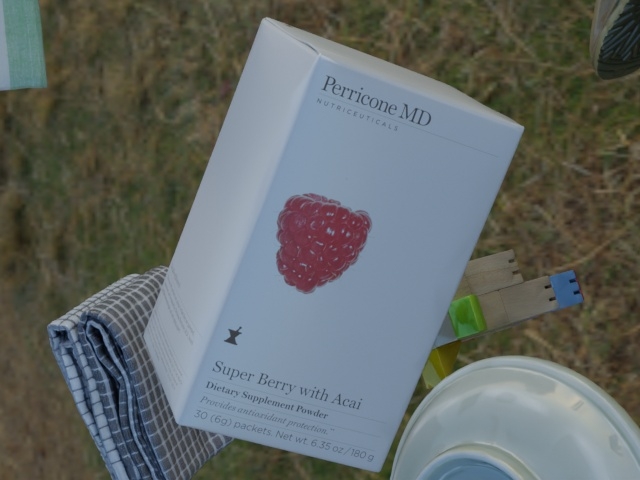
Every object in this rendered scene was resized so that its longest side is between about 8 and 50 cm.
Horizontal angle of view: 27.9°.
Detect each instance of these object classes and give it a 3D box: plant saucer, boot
[{"bbox_3d":[0.197,0.328,1.408,0.400,0.100,0.400,0,90,47],"label":"plant saucer"},{"bbox_3d":[0.303,-0.346,1.404,0.236,0.089,0.269,104,150,-47],"label":"boot"}]

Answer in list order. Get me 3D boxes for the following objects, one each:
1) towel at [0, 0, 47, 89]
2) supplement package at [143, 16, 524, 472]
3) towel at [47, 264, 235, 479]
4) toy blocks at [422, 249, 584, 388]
[{"bbox_3d":[-0.550,-0.321,1.761,0.038,0.325,0.248,173,91,-76],"label":"towel"},{"bbox_3d":[0.000,0.000,1.013,0.293,0.177,0.175,-69,21,12],"label":"supplement package"},{"bbox_3d":[-0.223,0.193,1.722,0.121,0.235,0.284,-18,99,21],"label":"towel"},{"bbox_3d":[0.193,0.099,1.850,0.381,0.261,0.191,-28,78,54],"label":"toy blocks"}]
